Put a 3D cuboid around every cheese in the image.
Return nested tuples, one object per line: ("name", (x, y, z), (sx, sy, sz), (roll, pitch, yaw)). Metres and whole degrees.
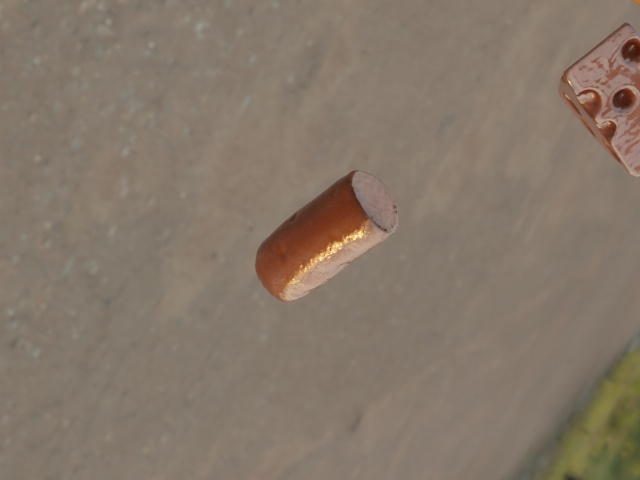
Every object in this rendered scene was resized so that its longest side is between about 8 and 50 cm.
("cheese", (0.440, -0.194, 2.172), (0.128, 0.177, 0.203), (-38, 174, 3))

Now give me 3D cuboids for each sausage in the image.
("sausage", (0.000, 0.000, 2.259), (0.259, 0.113, 0.113), (-36, -175, 39))

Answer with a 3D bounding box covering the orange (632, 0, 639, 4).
("orange", (0.372, -0.313, 1.482), (0.224, 0.170, 0.224), (-27, -175, 2))
